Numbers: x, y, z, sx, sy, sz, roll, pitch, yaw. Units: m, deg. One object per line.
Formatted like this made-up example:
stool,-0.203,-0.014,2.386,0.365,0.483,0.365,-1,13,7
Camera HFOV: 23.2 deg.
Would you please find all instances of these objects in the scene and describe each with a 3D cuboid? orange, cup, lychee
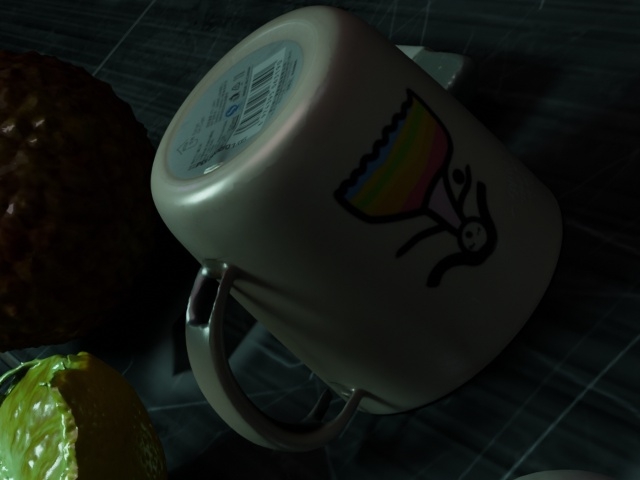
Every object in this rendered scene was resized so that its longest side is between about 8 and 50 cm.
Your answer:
orange,-0.195,0.191,1.043,0.237,0.158,0.179,-41,32,14
cup,0.000,0.000,0.968,0.191,0.200,0.253,3,56,56
lychee,-0.244,-0.028,1.307,0.260,0.260,0.260,-35,30,24

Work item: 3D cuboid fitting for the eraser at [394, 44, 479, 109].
eraser,0.015,-0.111,1.240,0.089,0.061,0.352,-53,28,-11

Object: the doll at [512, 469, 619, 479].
doll,0.122,0.207,0.584,0.251,0.221,0.221,-68,26,11
